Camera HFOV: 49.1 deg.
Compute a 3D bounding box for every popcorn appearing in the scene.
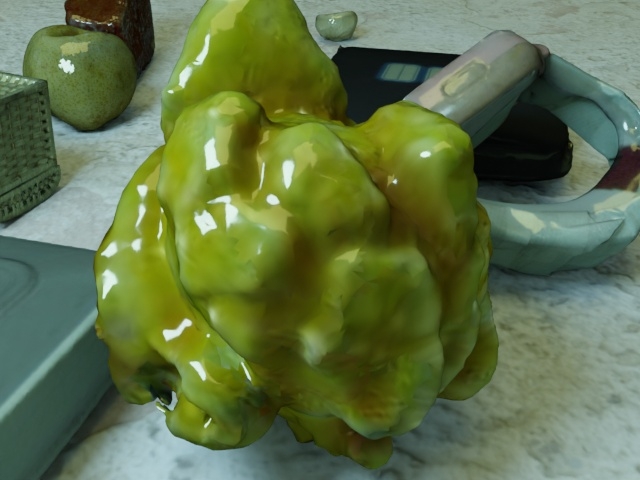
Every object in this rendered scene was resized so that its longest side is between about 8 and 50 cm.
[{"bbox_3d":[0.006,-0.008,0.525,0.290,0.321,0.325,27,24,27],"label":"popcorn"}]

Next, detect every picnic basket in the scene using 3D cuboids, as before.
[{"bbox_3d":[-0.432,-0.115,0.824,0.196,0.154,0.134,14,30,13],"label":"picnic basket"}]

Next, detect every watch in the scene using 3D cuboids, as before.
[{"bbox_3d":[0.213,-0.073,0.723,0.253,0.162,0.241,-38,78,-15],"label":"watch"}]

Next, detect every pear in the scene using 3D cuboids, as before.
[{"bbox_3d":[-0.356,-0.244,1.037,0.167,0.137,0.167,0,30,0],"label":"pear"}]

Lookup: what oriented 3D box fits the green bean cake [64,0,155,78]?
[{"bbox_3d":[-0.354,-0.377,1.185,0.097,0.199,0.233,-1,36,2],"label":"green bean cake"}]

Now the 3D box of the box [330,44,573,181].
[{"bbox_3d":[0.164,-0.189,0.988,0.350,0.091,0.359,7,34,9],"label":"box"}]

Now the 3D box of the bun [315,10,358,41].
[{"bbox_3d":[0.032,-0.418,1.371,0.086,0.055,0.086,-4,20,2],"label":"bun"}]

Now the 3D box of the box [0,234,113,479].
[{"bbox_3d":[-0.384,0.114,0.513,0.395,0.111,0.397,8,33,14],"label":"box"}]
